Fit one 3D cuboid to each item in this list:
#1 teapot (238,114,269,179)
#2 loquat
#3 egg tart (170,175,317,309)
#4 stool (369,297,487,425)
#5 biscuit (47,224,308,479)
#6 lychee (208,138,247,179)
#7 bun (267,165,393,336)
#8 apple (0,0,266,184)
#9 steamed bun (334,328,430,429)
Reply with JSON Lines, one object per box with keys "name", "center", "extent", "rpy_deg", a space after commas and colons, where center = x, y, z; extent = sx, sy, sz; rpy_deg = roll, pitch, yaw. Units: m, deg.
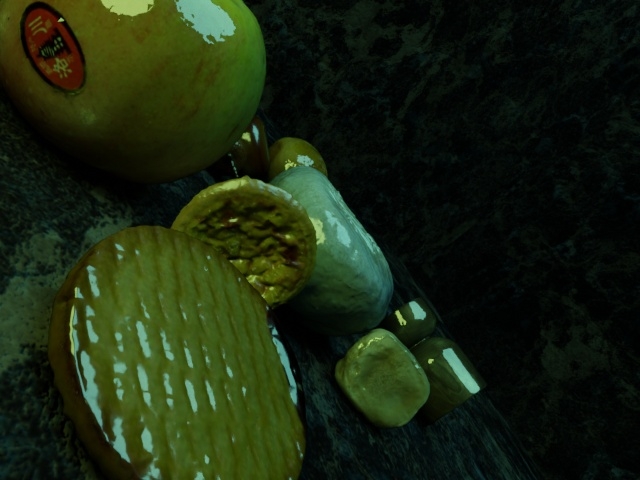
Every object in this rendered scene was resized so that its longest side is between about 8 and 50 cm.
{"name": "teapot", "center": [-0.208, -0.246, 1.330], "extent": [0.252, 0.135, 0.178], "rpy_deg": [102, -15, -81]}
{"name": "loquat", "center": [-0.077, -0.204, 1.495], "extent": [0.238, 0.193, 0.238], "rpy_deg": [49, 5, -6]}
{"name": "egg tart", "center": [-0.118, -0.006, 0.700], "extent": [0.202, 0.202, 0.147], "rpy_deg": [45, 3, -27]}
{"name": "stool", "center": [0.265, 0.302, 1.237], "extent": [0.264, 0.179, 0.179], "rpy_deg": [55, 12, 22]}
{"name": "biscuit", "center": [-0.121, 0.125, 0.501], "extent": [0.318, 0.040, 0.318], "rpy_deg": [47, 21, -25]}
{"name": "lychee", "center": [-0.216, -0.193, 1.138], "extent": [0.140, 0.114, 0.101], "rpy_deg": [35, 36, 22]}
{"name": "bun", "center": [0.000, 0.030, 0.965], "extent": [0.362, 0.211, 0.362], "rpy_deg": [51, 12, -15]}
{"name": "apple", "center": [-0.245, -0.255, 0.685], "extent": [0.338, 0.305, 0.338], "rpy_deg": [49, 13, -15]}
{"name": "steamed bun", "center": [0.107, 0.248, 0.936], "extent": [0.172, 0.141, 0.155], "rpy_deg": [52, -3, -8]}
